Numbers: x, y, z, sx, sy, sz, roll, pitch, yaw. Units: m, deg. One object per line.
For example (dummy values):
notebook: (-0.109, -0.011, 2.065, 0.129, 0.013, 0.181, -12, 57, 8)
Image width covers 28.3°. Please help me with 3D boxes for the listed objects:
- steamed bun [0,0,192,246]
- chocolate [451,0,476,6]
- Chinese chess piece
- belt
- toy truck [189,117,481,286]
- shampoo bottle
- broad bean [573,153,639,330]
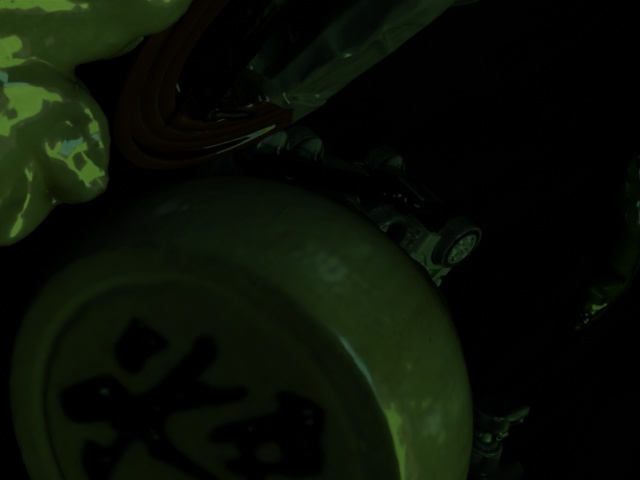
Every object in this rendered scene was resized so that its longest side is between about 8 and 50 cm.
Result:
steamed bun: (-0.178, -0.137, 0.431, 0.292, 0.137, 0.295, -48, 131, 3)
chocolate: (0.111, -0.213, 0.777, 0.248, 0.110, 0.110, -35, 140, -36)
Chinese chess piece: (-0.044, 0.091, 0.684, 0.104, 0.257, 0.257, -38, 146, -56)
belt: (-0.013, -0.142, 0.584, 0.184, 0.105, 0.261, -9, 153, -45)
toy truck: (0.000, 0.000, 0.813, 0.216, 0.110, 0.116, 8, 123, -55)
shampoo bottle: (0.137, 0.287, 1.252, 0.098, 0.071, 0.309, -18, 128, -41)
broad bean: (0.300, 0.003, 1.256, 0.061, 0.046, 0.195, -19, 132, -48)
